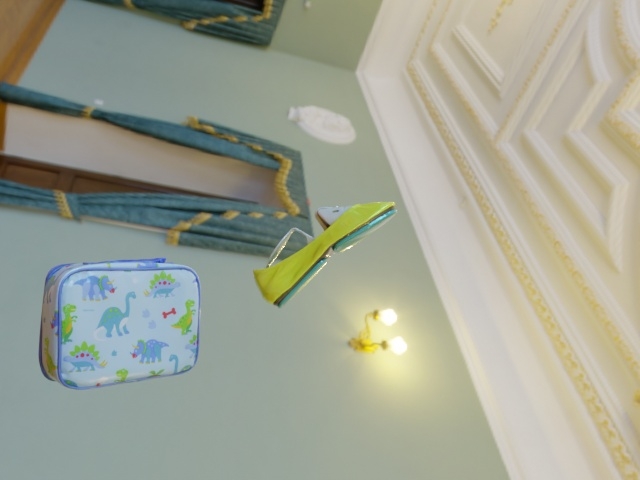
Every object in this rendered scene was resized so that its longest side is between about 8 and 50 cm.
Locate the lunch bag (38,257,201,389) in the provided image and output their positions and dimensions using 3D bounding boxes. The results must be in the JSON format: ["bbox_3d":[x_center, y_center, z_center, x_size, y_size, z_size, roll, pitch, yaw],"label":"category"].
[{"bbox_3d":[-0.280,0.113,0.870,0.090,0.219,0.176,0,-90,48],"label":"lunch bag"}]

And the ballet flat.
[{"bbox_3d":[0.000,0.000,0.860,0.231,0.077,0.077,-39,170,1],"label":"ballet flat"}]
